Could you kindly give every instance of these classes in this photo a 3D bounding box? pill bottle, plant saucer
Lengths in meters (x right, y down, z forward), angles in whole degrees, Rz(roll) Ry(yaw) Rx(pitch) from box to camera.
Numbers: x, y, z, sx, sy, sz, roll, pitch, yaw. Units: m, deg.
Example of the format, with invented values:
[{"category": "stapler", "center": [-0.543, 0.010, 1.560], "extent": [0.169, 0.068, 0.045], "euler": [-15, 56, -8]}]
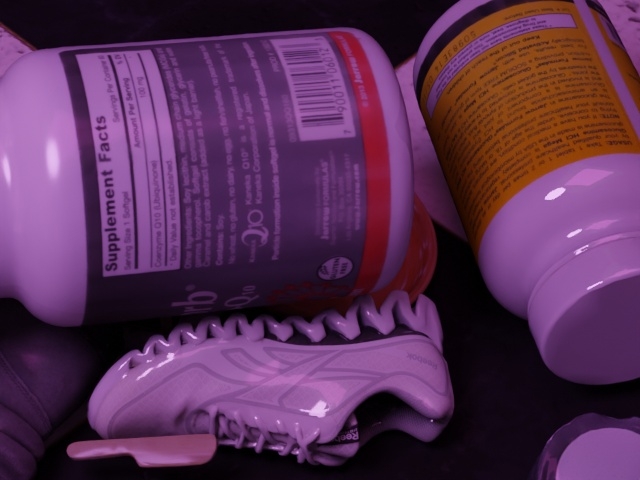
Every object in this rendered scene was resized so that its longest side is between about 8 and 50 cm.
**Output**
[{"category": "pill bottle", "center": [0.204, -0.051, 1.417], "extent": [0.188, 0.188, 0.334], "euler": [-8, 48, -9]}, {"category": "pill bottle", "center": [-0.129, -0.046, 1.271], "extent": [0.363, 0.210, 0.210], "euler": [-6, 48, -15]}, {"category": "plant saucer", "center": [0.000, 0.000, 1.444], "extent": [0.200, 0.037, 0.200], "euler": [8, 50, -10]}]

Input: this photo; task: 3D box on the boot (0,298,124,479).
[{"category": "boot", "center": [-0.344, 0.086, 1.321], "extent": [0.338, 0.118, 0.222], "euler": [20, 53, 16]}]

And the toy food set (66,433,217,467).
[{"category": "toy food set", "center": [-0.134, 0.240, 1.248], "extent": [0.132, 0.038, 0.192], "euler": [-2, 60, 4]}]

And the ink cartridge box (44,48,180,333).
[{"category": "ink cartridge box", "center": [-0.186, -0.048, 1.467], "extent": [0.193, 0.088, 0.234], "euler": [12, 49, 6]}]

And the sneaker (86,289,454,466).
[{"category": "sneaker", "center": [-0.034, 0.121, 1.315], "extent": [0.292, 0.110, 0.118], "euler": [-10, 58, -11]}]

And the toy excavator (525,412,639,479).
[{"category": "toy excavator", "center": [0.364, 0.320, 1.108], "extent": [0.433, 0.222, 0.445], "euler": [-12, 63, -14]}]
